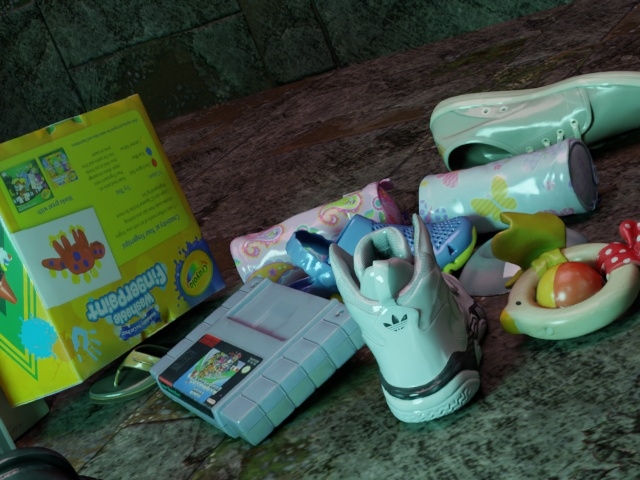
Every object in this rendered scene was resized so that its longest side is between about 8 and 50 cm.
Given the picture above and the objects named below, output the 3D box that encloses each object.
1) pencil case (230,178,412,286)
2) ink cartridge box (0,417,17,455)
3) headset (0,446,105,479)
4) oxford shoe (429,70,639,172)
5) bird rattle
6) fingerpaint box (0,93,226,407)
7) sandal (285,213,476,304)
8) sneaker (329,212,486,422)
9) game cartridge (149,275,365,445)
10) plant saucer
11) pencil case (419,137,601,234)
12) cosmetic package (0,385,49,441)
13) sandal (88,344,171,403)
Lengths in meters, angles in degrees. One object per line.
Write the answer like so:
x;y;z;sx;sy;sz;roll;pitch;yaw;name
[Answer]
0.000;0.000;2.170;0.284;0.124;0.124;-23;16;12;pencil case
-0.567;0.270;1.970;0.232;0.189;0.066;-11;20;39;ink cartridge box
-0.323;0.333;1.372;0.394;0.185;0.243;15;18;-5;headset
0.397;-0.186;2.246;0.449;0.169;0.130;-7;63;24;oxford shoe
0.329;0.053;1.647;0.253;0.143;0.207;5;41;33;bird rattle
-0.388;0.002;2.135;0.163;0.371;0.445;-21;8;30;fingerpaint box
0.074;0.022;1.984;0.317;0.138;0.126;-19;14;8;sandal
0.113;0.060;1.668;0.137;0.210;0.366;-20;16;11;sneaker
-0.095;0.155;1.852;0.230;0.068;0.355;-38;20;-18;game cartridge
0.280;0.017;1.895;0.195;0.037;0.195;-21;17;7;plant saucer
0.285;-0.074;2.039;0.273;0.114;0.124;-14;10;29;pencil case
-0.564;0.176;2.047;0.113;0.310;0.160;-12;20;37;cosmetic package
-0.254;0.185;2.042;0.219;0.060;0.090;-22;16;5;sandal
